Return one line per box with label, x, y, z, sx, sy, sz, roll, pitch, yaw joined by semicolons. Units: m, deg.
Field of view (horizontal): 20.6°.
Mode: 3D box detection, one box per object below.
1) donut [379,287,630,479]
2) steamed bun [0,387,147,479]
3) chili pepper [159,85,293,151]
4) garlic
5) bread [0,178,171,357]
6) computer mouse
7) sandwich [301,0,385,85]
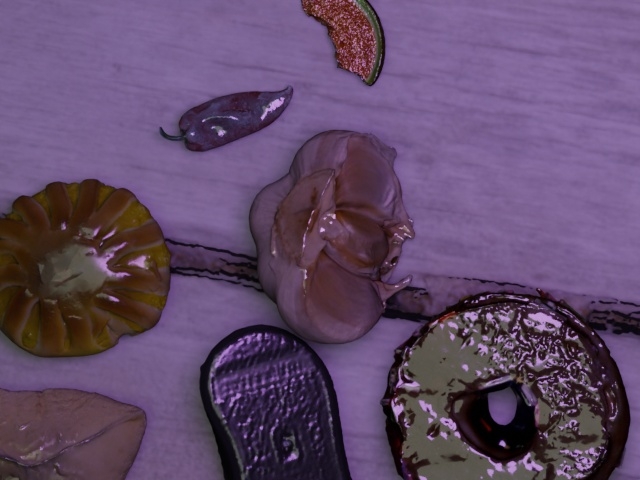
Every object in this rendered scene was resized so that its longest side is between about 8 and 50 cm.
donut;0.197;0.182;1.878;0.269;0.103;0.270;0;90;8
steamed bun;-0.327;0.254;1.931;0.212;0.110;0.231;24;90;6
chili pepper;-0.101;-0.134;1.935;0.153;0.041;0.050;-22;109;-10
garlic;0.000;0.000;1.885;0.142;0.178;0.229;-4;70;36
bread;-0.271;0.030;1.925;0.213;0.105;0.213;0;88;8
computer mouse;-0.047;0.221;1.911;0.147;0.088;0.264;-12;89;-11
sandwich;0.032;-0.233;1.925;0.067;0.029;0.135;-32;88;11
